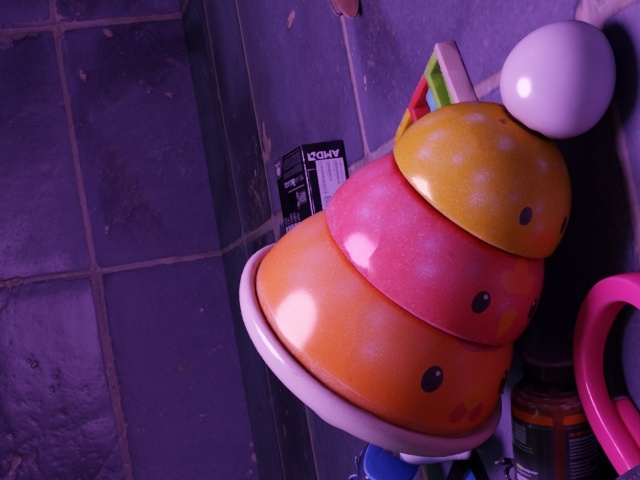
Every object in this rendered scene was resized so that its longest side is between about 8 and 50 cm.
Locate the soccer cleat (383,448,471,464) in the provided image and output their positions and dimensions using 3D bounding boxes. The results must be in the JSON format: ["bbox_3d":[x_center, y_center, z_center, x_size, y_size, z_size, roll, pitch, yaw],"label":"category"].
[{"bbox_3d":[0.176,0.286,1.617,0.331,0.143,0.116,-6,-76,-83],"label":"soccer cleat"}]

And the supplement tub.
[{"bbox_3d":[0.276,0.226,1.228,0.106,0.106,0.198,-146,49,-69],"label":"supplement tub"}]

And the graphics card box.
[{"bbox_3d":[0.000,0.000,2.094,0.233,0.094,0.371,161,99,-74],"label":"graphics card box"}]

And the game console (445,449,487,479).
[{"bbox_3d":[0.187,0.506,1.594,0.173,0.250,0.293,59,-175,-47],"label":"game console"}]

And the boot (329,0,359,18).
[{"bbox_3d":[0.038,-0.421,1.844,0.087,0.042,0.118,105,153,-69],"label":"boot"}]

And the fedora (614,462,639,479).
[{"bbox_3d":[0.344,0.327,0.868,0.152,0.334,0.334,9,-110,-75],"label":"fedora"}]

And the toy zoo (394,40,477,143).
[{"bbox_3d":[0.171,-0.126,1.542,0.293,0.030,0.192,112,145,-61],"label":"toy zoo"}]

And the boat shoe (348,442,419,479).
[{"bbox_3d":[0.114,0.372,1.732,0.109,0.258,0.089,39,109,11],"label":"boat shoe"}]

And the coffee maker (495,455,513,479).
[{"bbox_3d":[0.249,0.411,1.408,0.178,0.120,0.171,118,167,-51],"label":"coffee maker"}]

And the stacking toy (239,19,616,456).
[{"bbox_3d":[0.154,-0.033,1.158,0.480,0.350,0.351,-59,35,26],"label":"stacking toy"}]

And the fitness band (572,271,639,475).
[{"bbox_3d":[0.348,0.163,1.051,0.291,0.054,0.209,-116,26,-45],"label":"fitness band"}]
